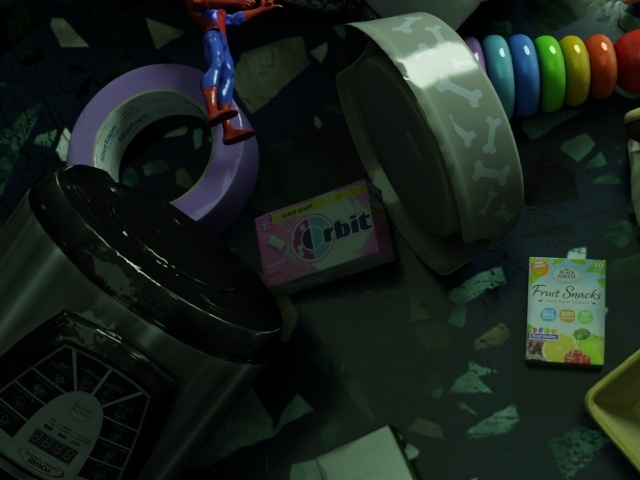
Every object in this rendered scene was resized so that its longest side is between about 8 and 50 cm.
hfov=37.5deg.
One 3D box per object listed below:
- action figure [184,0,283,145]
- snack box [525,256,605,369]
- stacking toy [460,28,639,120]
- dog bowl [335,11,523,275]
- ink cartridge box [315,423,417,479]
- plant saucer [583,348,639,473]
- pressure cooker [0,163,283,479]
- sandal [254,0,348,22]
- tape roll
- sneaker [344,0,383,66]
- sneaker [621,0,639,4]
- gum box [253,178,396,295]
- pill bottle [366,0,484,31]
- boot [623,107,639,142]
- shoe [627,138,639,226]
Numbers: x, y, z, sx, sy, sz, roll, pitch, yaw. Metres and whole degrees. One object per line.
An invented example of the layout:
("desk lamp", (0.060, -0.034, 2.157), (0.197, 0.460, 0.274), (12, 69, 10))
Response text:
("action figure", (-0.115, -0.286, 1.351), (0.139, 0.091, 0.280), (-21, 62, 9))
("snack box", (0.324, 0.096, 1.248), (0.100, 0.037, 0.141), (3, 74, 12))
("stacking toy", (0.322, -0.236, 1.308), (0.330, 0.141, 0.141), (-8, 72, 4))
("dog bowl", (0.137, -0.131, 1.208), (0.102, 0.349, 0.348), (-26, 69, -10))
("ink cartridge box", (0.085, 0.355, 1.212), (0.109, 0.062, 0.209), (-25, 70, 4))
("plant saucer", (0.543, 0.219, 1.129), (0.333, 0.081, 0.332), (-39, 76, -1))
("pressure cooker", (-0.293, 0.166, 1.184), (0.420, 0.375, 0.370), (-51, 56, 10))
("sandal", (-0.146, -0.440, 1.492), (0.446, 0.107, 0.167), (22, 78, 5))
("tape roll", (-0.235, -0.122, 1.413), (0.275, 0.090, 0.274), (-3, 74, 11))
("sneaker", (0.087, -0.348, 1.385), (0.106, 0.101, 0.267), (-16, 96, -27))
("sneaker", (0.530, -0.300, 1.306), (0.095, 0.090, 0.235), (-48, 68, 16))
("gum box", (0.000, 0.000, 1.318), (0.188, 0.062, 0.107), (-19, 68, 22))
("pill bottle", (0.222, -0.476, 1.301), (0.224, 0.224, 0.392), (32, 69, 19))
("boot", (0.498, -0.059, 1.196), (0.248, 0.090, 0.206), (10, 79, -11))
("shoe", (0.457, -0.052, 1.258), (0.077, 0.058, 0.219), (0, 74, -27))
